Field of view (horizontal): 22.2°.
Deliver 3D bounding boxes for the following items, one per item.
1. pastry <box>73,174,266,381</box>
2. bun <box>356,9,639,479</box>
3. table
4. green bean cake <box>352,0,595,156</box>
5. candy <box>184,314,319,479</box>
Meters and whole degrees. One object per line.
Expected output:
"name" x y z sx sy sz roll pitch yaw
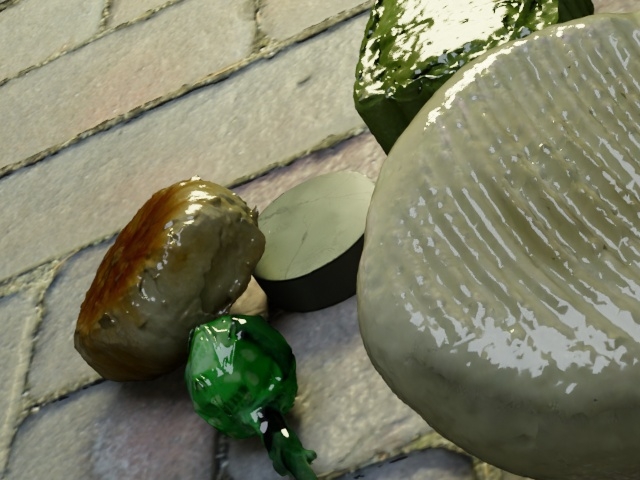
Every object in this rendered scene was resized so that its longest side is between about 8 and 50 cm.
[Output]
"pastry" -0.136 0.035 1.396 0.182 0.093 0.192 -61 20 -18
"bun" 0.201 0.018 1.074 0.365 0.219 0.365 -10 51 13
"table" 0.000 0.000 1.419 0.133 0.043 0.133 -22 35 16
"green bean cake" 0.139 -0.171 1.456 0.200 0.113 0.214 -17 37 22
"candy" -0.018 0.166 1.209 0.097 0.097 0.323 -35 41 -2
